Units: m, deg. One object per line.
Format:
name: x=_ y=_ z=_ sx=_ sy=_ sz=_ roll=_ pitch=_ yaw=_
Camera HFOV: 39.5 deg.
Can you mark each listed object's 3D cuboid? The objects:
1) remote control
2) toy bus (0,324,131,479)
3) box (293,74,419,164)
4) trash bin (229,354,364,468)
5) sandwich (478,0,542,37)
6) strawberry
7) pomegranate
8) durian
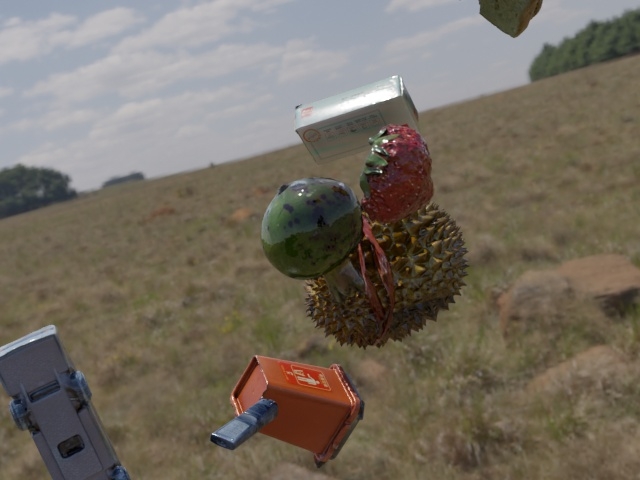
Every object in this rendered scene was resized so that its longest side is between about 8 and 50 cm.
remote control: x=-0.113 y=0.284 z=1.391 sx=0.043 sy=0.027 sz=0.152 roll=22 pitch=22 yaw=21
toy bus: x=-0.363 y=0.287 z=1.300 sx=0.109 sy=0.330 sz=0.136 roll=-25 pitch=12 yaw=-15
box: x=0.082 y=-0.275 z=2.046 sx=0.269 sy=0.135 sz=0.079 roll=-16 pitch=48 yaw=18
trash bin: x=-0.055 y=0.341 z=1.811 sx=0.238 sy=0.185 sz=0.161 roll=19 pitch=20 yaw=-28
sandwich: x=0.321 y=-0.536 z=1.754 sx=0.095 sy=0.273 sz=0.249 roll=-52 pitch=-9 yaw=-4
strawberry: x=0.120 y=-0.084 z=1.263 sx=0.082 sy=0.147 sz=0.187 roll=20 pitch=0 yaw=27
pomegranate: x=0.000 y=0.000 z=1.632 sx=0.202 sy=0.248 sz=0.202 roll=-33 pitch=11 yaw=7
durian: x=0.133 y=0.060 z=1.880 sx=0.384 sy=0.348 sz=0.347 roll=-45 pitch=17 yaw=-21
